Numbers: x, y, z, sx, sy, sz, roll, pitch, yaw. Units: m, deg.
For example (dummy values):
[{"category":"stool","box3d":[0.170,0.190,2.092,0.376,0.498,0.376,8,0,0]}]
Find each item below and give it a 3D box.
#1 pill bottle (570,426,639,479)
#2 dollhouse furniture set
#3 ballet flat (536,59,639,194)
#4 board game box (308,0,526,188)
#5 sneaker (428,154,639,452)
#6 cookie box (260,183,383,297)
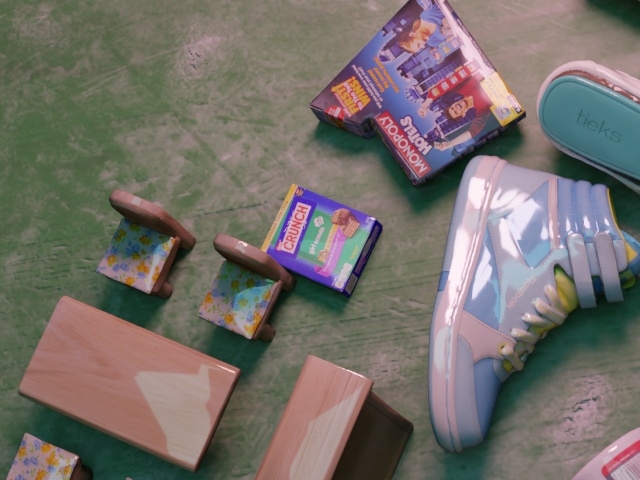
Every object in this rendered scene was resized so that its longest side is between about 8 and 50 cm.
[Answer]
[{"category":"pill bottle","box3d":[0.337,0.285,1.608,0.108,0.108,0.180,-38,71,1]},{"category":"dollhouse furniture set","box3d":[-0.133,0.171,1.668,0.394,0.256,0.362,21,81,17]},{"category":"ballet flat","box3d":[0.408,-0.067,1.674,0.400,0.139,0.139,35,86,17]},{"category":"board game box","box3d":[0.097,-0.156,1.804,0.194,0.060,0.194,-33,71,4]},{"category":"sneaker","box3d":[0.229,0.071,1.680,0.208,0.127,0.319,7,78,16]},{"category":"cookie box","box3d":[0.000,0.000,1.795,0.107,0.040,0.092,23,83,18]}]
